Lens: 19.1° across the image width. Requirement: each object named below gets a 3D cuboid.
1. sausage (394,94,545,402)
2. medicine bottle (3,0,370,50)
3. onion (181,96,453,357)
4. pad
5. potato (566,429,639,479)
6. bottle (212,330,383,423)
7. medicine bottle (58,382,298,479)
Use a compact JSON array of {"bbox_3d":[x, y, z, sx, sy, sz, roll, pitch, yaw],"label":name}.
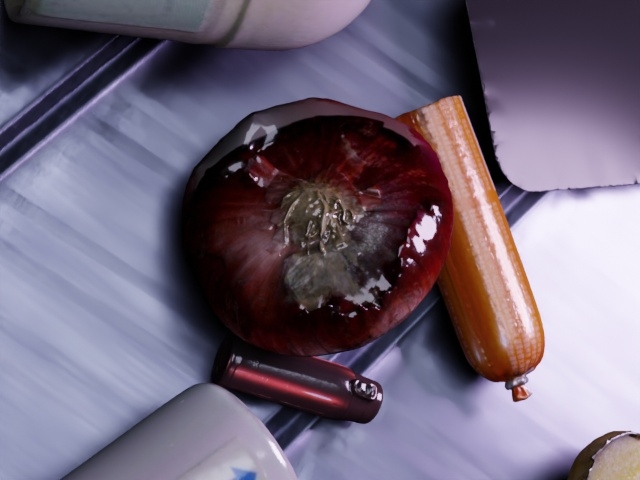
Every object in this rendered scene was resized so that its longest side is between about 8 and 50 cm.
[{"bbox_3d":[0.154,0.014,1.928,0.093,0.093,0.312,-18,86,-23],"label":"sausage"},{"bbox_3d":[-0.088,-0.303,1.827,0.406,0.235,0.236,4,77,-19],"label":"medicine bottle"},{"bbox_3d":[0.000,0.000,1.845,0.272,0.195,0.272,-5,55,7],"label":"onion"},{"bbox_3d":[0.312,-0.141,2.058,0.375,0.063,0.315,-4,79,-31],"label":"pad"},{"bbox_3d":[0.297,0.293,1.930,0.164,0.081,0.200,11,78,-26],"label":"potato"},{"bbox_3d":[-0.019,0.136,1.855,0.164,0.060,0.060,19,73,-17],"label":"bottle"},{"bbox_3d":[-0.169,0.271,1.711,0.293,0.170,0.170,-36,92,-24],"label":"medicine bottle"}]
